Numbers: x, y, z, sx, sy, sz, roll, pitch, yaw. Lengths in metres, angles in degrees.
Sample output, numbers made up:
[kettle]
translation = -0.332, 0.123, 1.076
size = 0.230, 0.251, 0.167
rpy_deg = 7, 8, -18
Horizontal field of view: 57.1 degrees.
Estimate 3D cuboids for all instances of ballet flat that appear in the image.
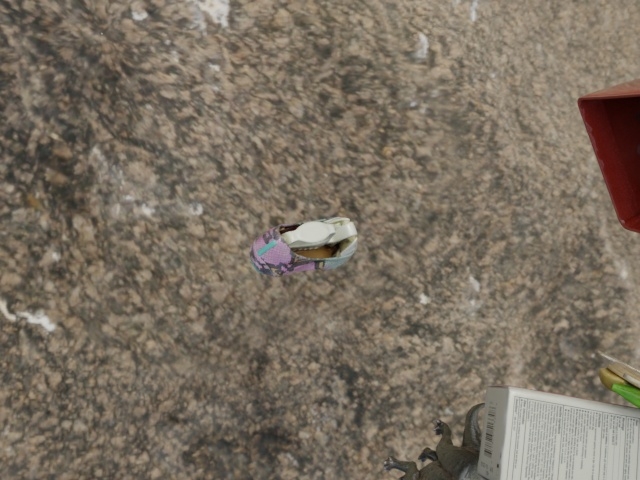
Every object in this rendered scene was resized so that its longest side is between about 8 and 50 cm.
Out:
[ballet flat]
translation = 0.000, 0.000, 0.801
size = 0.222, 0.079, 0.076
rpy_deg = -10, 71, -52

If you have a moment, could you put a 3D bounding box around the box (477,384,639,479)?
[box]
translation = 0.374, 0.312, 0.895
size = 0.233, 0.127, 0.148
rpy_deg = 10, 77, 2

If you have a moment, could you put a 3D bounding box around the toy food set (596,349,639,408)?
[toy food set]
translation = 0.466, 0.218, 0.851
size = 0.132, 0.192, 0.038
rpy_deg = 28, 97, 14

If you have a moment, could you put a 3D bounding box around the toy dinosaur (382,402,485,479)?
[toy dinosaur]
translation = 0.219, 0.420, 1.045
size = 0.314, 0.160, 0.121
rpy_deg = -30, 121, -19

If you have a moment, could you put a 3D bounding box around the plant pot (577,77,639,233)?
[plant pot]
translation = 0.630, -0.164, 0.953
size = 0.236, 0.267, 0.267
rpy_deg = -27, 103, 0
